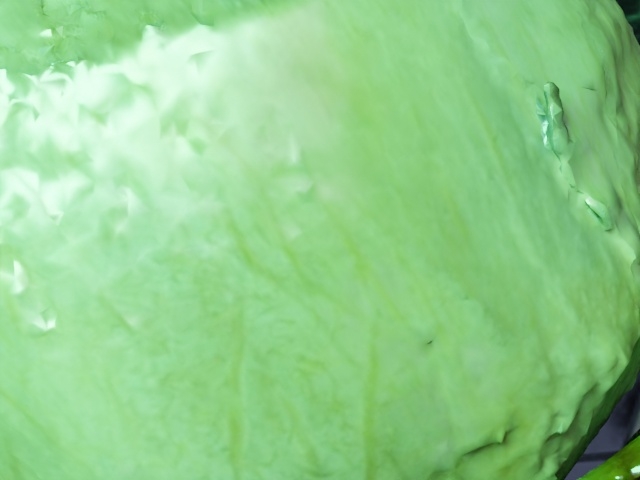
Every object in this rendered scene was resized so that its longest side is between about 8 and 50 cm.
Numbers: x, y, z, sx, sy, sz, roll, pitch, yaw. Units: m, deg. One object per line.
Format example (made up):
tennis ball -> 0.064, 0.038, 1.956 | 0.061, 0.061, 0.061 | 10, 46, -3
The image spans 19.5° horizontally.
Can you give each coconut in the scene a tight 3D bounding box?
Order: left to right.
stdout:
coconut -> -0.031, 0.006, 0.777 | 0.404, 0.404, 0.405 | 1, 71, -2

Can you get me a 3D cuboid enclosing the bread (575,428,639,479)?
bread -> 0.188, 0.182, 0.748 | 0.245, 0.362, 0.233 | 34, 73, 10
